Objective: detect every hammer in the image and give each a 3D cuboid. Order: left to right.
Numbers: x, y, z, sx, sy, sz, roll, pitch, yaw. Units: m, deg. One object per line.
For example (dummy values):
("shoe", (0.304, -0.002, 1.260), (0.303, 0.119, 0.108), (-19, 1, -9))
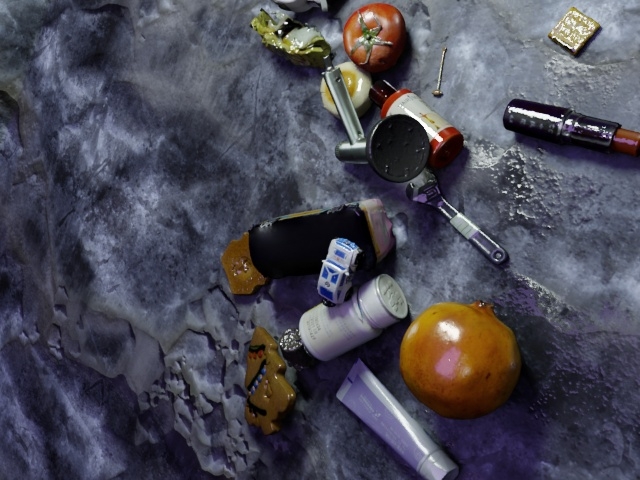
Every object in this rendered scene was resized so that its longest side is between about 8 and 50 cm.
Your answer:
("hammer", (0.298, -0.420, 1.603), (0.029, 0.014, 0.123), (9, 88, 28))

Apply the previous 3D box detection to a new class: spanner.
("spanner", (0.327, -0.056, 1.538), (0.316, 0.024, 0.087), (46, 106, 31))

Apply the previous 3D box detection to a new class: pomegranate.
("pomegranate", (0.302, 0.250, 1.394), (0.264, 0.264, 0.264), (-4, 83, 36))

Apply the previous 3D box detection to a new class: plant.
("plant", (-0.055, 0.290, 1.710), (0.094, 0.143, 0.092), (12, 62, 23))

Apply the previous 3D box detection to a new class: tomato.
("tomato", (0.141, -0.519, 1.639), (0.167, 0.167, 0.167), (-4, 83, 36))

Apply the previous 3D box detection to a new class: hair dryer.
("hair dryer", (0.079, -0.283, 1.546), (0.156, 0.284, 0.320), (-43, 28, -12))

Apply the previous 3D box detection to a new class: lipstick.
("lipstick", (0.532, -0.237, 1.368), (0.299, 0.081, 0.081), (23, 99, 36))

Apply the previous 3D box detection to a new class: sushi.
("sushi", (-0.090, -0.580, 1.832), (0.291, 0.139, 0.131), (43, 103, 33))

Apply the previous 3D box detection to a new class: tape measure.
("tape measure", (-0.002, -0.743, 1.792), (0.197, 0.120, 0.236), (24, 95, 24))

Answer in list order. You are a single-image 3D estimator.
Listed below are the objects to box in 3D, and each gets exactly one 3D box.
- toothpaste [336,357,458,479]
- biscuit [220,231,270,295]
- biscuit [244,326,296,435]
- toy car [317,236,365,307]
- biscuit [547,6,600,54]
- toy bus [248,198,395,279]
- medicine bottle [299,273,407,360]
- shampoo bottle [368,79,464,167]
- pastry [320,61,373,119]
("toothpaste", (0.176, 0.445, 1.568), (0.371, 0.080, 0.125), (39, 108, 38))
("biscuit", (-0.198, 0.059, 1.905), (0.215, 0.034, 0.182), (-33, 68, 27))
("biscuit", (-0.161, 0.387, 1.794), (0.278, 0.043, 0.301), (-45, 50, 48))
("toy car", (0.040, 0.080, 1.524), (0.080, 0.070, 0.171), (29, 116, 27))
("biscuit", (0.554, -0.458, 1.413), (0.083, 0.018, 0.081), (49, 113, 29))
("toy bus", (0.000, 0.000, 1.679), (0.386, 0.162, 0.171), (-8, 98, 37))
("medicine bottle", (0.081, 0.193, 1.618), (0.258, 0.143, 0.143), (-31, 68, 31))
("shampoo bottle", (0.222, -0.299, 1.588), (0.278, 0.104, 0.104), (48, 113, 30))
("pastry", (0.075, -0.396, 1.717), (0.156, 0.092, 0.156), (-2, 87, 35))
